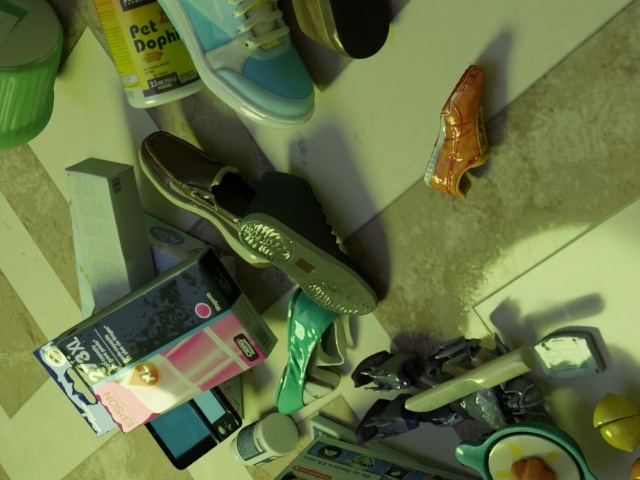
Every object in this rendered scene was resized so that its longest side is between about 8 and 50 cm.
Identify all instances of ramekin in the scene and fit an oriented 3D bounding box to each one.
[{"bbox_3d":[-0.529,-0.285,1.940,0.303,0.303,0.148,44,131,18],"label":"ramekin"}]

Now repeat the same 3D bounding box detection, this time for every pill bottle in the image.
[{"bbox_3d":[-0.091,0.312,2.020,0.120,0.067,0.067,-33,88,51],"label":"pill bottle"},{"bbox_3d":[-0.234,-0.294,1.753,0.117,0.117,0.215,-1,113,47],"label":"pill bottle"}]

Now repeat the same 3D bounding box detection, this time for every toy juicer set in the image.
[{"bbox_3d":[0.268,0.243,1.515,0.329,0.089,0.209,36,129,3],"label":"toy juicer set"}]

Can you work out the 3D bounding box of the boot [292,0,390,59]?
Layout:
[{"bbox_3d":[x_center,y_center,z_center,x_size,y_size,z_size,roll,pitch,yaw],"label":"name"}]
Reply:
[{"bbox_3d":[-0.008,-0.359,1.491,0.115,0.112,0.305,24,132,49],"label":"boot"}]

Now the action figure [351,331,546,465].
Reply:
[{"bbox_3d":[0.168,0.204,1.658,0.285,0.099,0.185,-6,104,45],"label":"action figure"}]

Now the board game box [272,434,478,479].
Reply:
[{"bbox_3d":[0.047,0.403,1.711,0.308,0.302,0.086,11,122,32],"label":"board game box"}]

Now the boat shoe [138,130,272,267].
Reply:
[{"bbox_3d":[-0.140,-0.078,1.811,0.257,0.095,0.095,38,143,8],"label":"boat shoe"}]

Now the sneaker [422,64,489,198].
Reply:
[{"bbox_3d":[0.167,-0.126,1.492,0.067,0.064,0.175,21,135,12],"label":"sneaker"}]

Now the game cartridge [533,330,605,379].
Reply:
[{"bbox_3d":[0.292,0.135,1.544,0.083,0.017,0.056,-15,105,50],"label":"game cartridge"}]

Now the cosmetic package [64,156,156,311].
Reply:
[{"bbox_3d":[-0.308,0.000,1.955,0.099,0.060,0.239,12,120,37],"label":"cosmetic package"}]

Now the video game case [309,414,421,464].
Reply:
[{"bbox_3d":[0.071,0.366,1.919,0.201,0.023,0.183,19,127,40],"label":"video game case"}]

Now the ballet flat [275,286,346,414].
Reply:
[{"bbox_3d":[-0.010,0.171,1.840,0.087,0.083,0.247,24,132,18],"label":"ballet flat"}]

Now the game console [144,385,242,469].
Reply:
[{"bbox_3d":[-0.206,0.259,1.990,0.144,0.085,0.124,53,145,5],"label":"game console"}]

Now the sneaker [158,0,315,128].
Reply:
[{"bbox_3d":[-0.089,-0.301,1.590,0.319,0.127,0.208,52,142,8],"label":"sneaker"}]

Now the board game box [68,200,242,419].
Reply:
[{"bbox_3d":[-0.261,0.115,2.077,0.319,0.066,0.318,25,130,34],"label":"board game box"}]

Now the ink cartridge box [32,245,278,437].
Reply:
[{"bbox_3d":[-0.258,0.167,1.934,0.371,0.069,0.175,-29,103,27],"label":"ink cartridge box"}]

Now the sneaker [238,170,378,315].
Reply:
[{"bbox_3d":[0.000,0.000,1.732,0.222,0.118,0.083,39,133,-21],"label":"sneaker"}]
